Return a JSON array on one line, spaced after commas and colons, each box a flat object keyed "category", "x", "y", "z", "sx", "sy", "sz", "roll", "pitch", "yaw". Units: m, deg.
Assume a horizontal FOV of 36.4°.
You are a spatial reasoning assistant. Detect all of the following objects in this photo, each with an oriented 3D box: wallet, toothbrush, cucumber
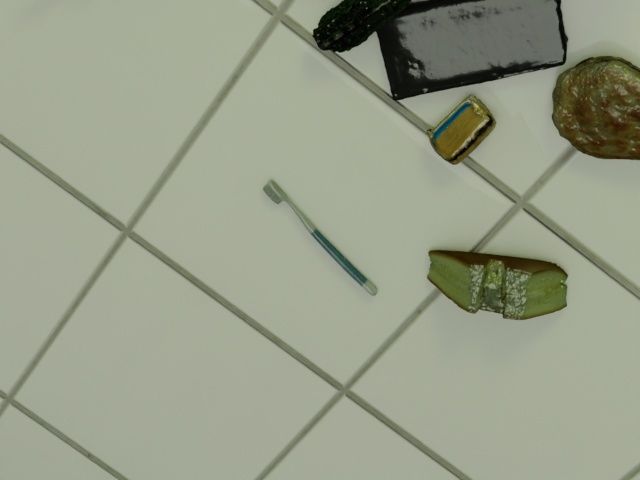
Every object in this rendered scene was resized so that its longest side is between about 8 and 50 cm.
[{"category": "wallet", "x": 0.230, "y": -0.311, "z": 1.494, "sx": 0.286, "sy": 0.030, "sz": 0.146, "roll": -9, "pitch": 107, "yaw": 18}, {"category": "toothbrush", "x": 0.000, "y": 0.000, "z": 1.694, "sx": 0.275, "sy": 0.019, "sz": 0.025, "roll": 46, "pitch": 121, "yaw": -10}, {"category": "cucumber", "x": 0.095, "y": -0.364, "z": 1.436, "sx": 0.077, "sy": 0.077, "sz": 0.265, "roll": 48, "pitch": 137, "yaw": -11}]

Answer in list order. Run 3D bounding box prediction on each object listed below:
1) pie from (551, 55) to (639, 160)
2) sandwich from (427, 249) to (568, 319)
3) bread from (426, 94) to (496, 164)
[{"category": "pie", "x": 0.442, "y": -0.197, "z": 1.474, "sx": 0.193, "sy": 0.079, "sz": 0.163, "roll": 39, "pitch": 124, "yaw": -6}, {"category": "sandwich", "x": 0.295, "y": 0.072, "z": 1.623, "sx": 0.245, "sy": 0.088, "sz": 0.090, "roll": 9, "pitch": 112, "yaw": 9}, {"category": "bread", "x": 0.226, "y": -0.173, "z": 1.547, "sx": 0.106, "sy": 0.053, "sz": 0.072, "roll": -44, "pitch": 76, "yaw": 23}]
